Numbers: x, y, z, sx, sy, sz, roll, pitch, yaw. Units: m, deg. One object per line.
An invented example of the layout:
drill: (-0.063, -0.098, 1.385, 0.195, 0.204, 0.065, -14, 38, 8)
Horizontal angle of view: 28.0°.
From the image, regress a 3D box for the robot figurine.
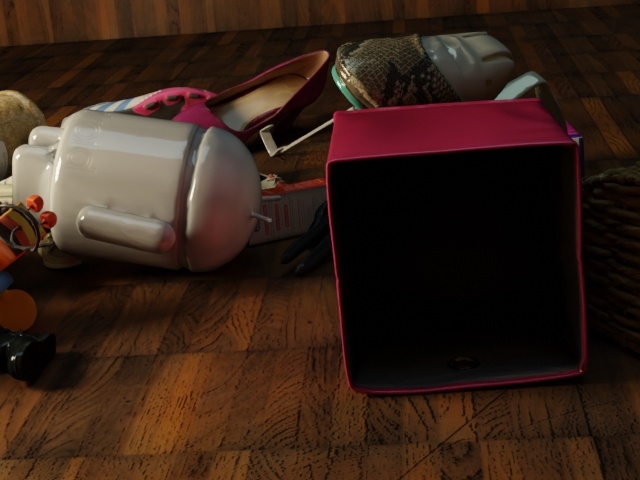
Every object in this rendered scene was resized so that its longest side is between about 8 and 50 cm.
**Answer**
robot figurine: (-0.232, -0.066, 1.736, 0.353, 0.200, 0.300, 8, 30, 1)

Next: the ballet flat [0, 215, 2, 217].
ballet flat: (-0.518, 0.005, 1.781, 0.348, 0.123, 0.123, 17, 27, 42)

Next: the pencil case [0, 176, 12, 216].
pencil case: (-0.512, -0.085, 1.981, 0.410, 0.160, 0.183, -4, 3, 1)

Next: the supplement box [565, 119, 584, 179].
supplement box: (0.329, -0.128, 1.979, 0.114, 0.111, 0.220, -5, 17, 1)

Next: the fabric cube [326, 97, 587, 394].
fabric cube: (0.142, -0.004, 1.410, 0.254, 0.259, 0.258, -5, 16, 2)

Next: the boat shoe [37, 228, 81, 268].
boat shoe: (-0.380, 0.007, 1.845, 0.050, 0.045, 0.135, -14, 20, -27)

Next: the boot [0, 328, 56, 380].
boot: (-0.364, 0.130, 1.463, 0.099, 0.045, 0.121, 0, 11, 6)

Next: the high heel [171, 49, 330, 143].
high heel: (-0.132, -0.269, 2.386, 0.127, 0.181, 0.377, 43, 34, 13)

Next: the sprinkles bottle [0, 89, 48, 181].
sprinkles bottle: (-0.523, -0.093, 1.708, 0.121, 0.121, 0.355, 8, 27, 34)

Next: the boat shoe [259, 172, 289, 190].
boat shoe: (-0.083, -0.087, 2.069, 0.137, 0.043, 0.049, 13, 23, 40)

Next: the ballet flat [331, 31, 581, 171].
ballet flat: (0.206, -0.168, 1.674, 0.182, 0.483, 0.164, -36, 52, 17)

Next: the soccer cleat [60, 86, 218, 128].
soccer cleat: (-0.343, -0.237, 2.478, 0.331, 0.116, 0.143, -11, 19, -17)

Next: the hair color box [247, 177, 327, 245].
hair color box: (-0.049, -0.043, 1.874, 0.141, 0.072, 0.043, -12, 19, -23)

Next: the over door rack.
over door rack: (0.082, -0.191, 2.281, 0.239, 0.108, 0.324, -16, 7, -32)

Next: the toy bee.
toy bee: (-0.393, 0.021, 1.566, 0.298, 0.195, 0.162, -7, 24, 28)

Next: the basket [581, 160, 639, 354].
basket: (0.431, 0.010, 1.358, 0.223, 0.213, 0.299, -12, 20, -21)

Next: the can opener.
can opener: (0.000, 0.000, 1.771, 0.059, 0.073, 0.186, 26, 31, 7)
